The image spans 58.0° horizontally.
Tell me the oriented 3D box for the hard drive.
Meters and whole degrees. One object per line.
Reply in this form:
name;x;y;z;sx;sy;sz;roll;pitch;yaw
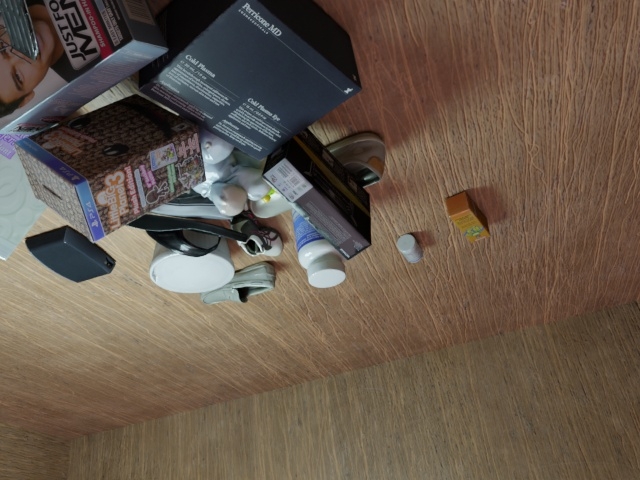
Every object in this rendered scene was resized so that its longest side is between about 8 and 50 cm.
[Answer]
hard drive;-0.796;0.055;1.848;0.172;0.054;0.255;-15;148;10

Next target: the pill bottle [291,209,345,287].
pill bottle;0.000;0.000;1.762;0.152;0.272;0.152;-6;148;-4

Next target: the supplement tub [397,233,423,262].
supplement tub;0.326;0.030;2.091;0.071;0.071;0.107;-20;146;18

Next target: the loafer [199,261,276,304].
loafer;-0.308;0.179;2.124;0.319;0.111;0.112;-23;146;21

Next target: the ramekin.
ramekin;-0.418;0.056;1.881;0.272;0.127;0.273;-7;149;-4

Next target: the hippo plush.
hippo plush;-0.258;-0.232;1.441;0.294;0.234;0.236;21;143;34

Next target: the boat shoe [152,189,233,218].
boat shoe;-0.375;-0.119;1.625;0.306;0.105;0.113;3;175;32

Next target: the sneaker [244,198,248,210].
sneaker;-0.247;-0.137;1.683;0.065;0.061;0.158;0;146;0

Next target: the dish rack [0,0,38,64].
dish rack;-0.609;-0.419;0.985;0.271;0.074;0.208;30;146;12

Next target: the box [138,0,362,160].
box;-0.144;-0.375;1.206;0.312;0.179;0.343;-28;144;30

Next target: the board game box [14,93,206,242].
board game box;-0.432;-0.164;1.215;0.291;0.232;0.141;-37;142;-35

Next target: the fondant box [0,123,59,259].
fondant box;-0.722;-0.154;1.300;0.096;0.330;0.238;25;167;34

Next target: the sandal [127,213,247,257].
sandal;-0.437;-0.014;1.687;0.445;0.107;0.167;8;179;-4

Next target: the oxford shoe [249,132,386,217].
oxford shoe;-0.015;-0.158;1.644;0.449;0.130;0.169;-22;148;22

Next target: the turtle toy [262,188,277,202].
turtle toy;-0.165;-0.158;1.613;0.095;0.066;0.130;42;127;-20

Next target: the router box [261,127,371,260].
router box;0.002;-0.133;1.431;0.081;0.243;0.309;-35;115;24

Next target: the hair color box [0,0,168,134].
hair color box;-0.495;-0.364;1.101;0.374;0.185;0.113;-23;180;22

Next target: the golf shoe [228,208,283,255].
golf shoe;-0.208;0.009;1.872;0.105;0.120;0.273;-23;147;19

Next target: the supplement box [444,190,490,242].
supplement box;0.504;-0.076;1.962;0.078;0.080;0.233;-23;148;25
